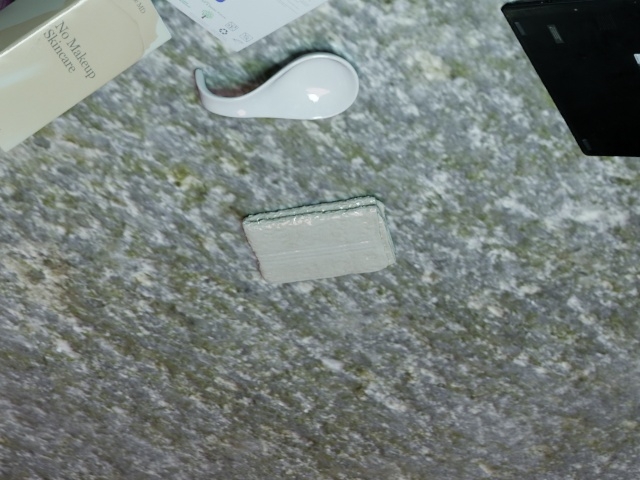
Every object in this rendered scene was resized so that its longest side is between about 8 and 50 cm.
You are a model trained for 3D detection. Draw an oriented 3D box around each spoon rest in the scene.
[{"bbox_3d":[-0.073,-0.250,1.770,0.276,0.084,0.137,-4,139,6],"label":"spoon rest"}]

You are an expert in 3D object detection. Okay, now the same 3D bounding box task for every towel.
[{"bbox_3d":[0.000,0.000,2.083,0.282,0.049,0.187,-7,137,11],"label":"towel"}]

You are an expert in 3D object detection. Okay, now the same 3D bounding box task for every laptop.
[{"bbox_3d":[0.579,-0.337,1.711,0.407,0.236,0.382,5,148,41],"label":"laptop"}]

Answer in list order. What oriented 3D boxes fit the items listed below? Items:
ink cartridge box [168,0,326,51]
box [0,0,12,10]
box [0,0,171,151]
[{"bbox_3d":[-0.076,-0.397,1.550,0.165,0.065,0.332,34,148,-32],"label":"ink cartridge box"},{"bbox_3d":[-0.609,-0.335,1.657,0.213,0.117,0.243,-20,136,22],"label":"box"},{"bbox_3d":[-0.399,-0.292,1.592,0.311,0.121,0.148,-37,134,-7],"label":"box"}]
